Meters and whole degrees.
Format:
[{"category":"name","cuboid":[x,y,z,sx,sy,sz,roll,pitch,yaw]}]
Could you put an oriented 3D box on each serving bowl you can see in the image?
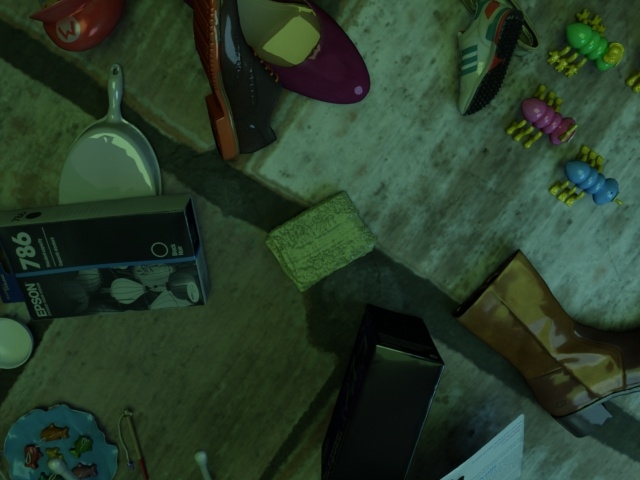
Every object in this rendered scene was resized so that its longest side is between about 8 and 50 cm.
[{"category":"serving bowl","cuboid":[-0.488,0.157,0.946,0.083,0.027,0.083,0,101,1]}]

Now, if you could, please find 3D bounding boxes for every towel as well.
[{"category":"towel","cuboid":[0.000,0.000,0.917,0.148,0.027,0.110,-32,98,7]}]

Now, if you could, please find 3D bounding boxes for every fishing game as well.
[{"category":"fishing game","cuboid":[-0.423,0.355,0.980,0.264,0.041,0.189,-9,104,1]}]

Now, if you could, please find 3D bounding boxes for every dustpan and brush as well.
[{"category":"dustpan and brush","cuboid":[-0.304,-0.148,0.880,0.147,0.060,0.211,4,108,-4]}]

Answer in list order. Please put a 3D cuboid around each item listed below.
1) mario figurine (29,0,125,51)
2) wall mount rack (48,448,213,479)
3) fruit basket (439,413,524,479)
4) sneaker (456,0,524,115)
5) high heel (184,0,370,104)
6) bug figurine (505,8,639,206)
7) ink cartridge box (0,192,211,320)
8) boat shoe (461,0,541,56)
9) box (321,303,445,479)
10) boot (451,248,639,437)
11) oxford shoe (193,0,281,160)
[{"category":"mario figurine","cuboid":[-0.356,-0.399,0.758,0.170,0.198,0.320,-19,96,-24]},{"category":"wall mount rack","cuboid":[-0.273,0.431,0.936,0.350,0.130,0.304,-2,105,-5]},{"category":"fruit basket","cuboid":[0.183,0.461,0.892,0.327,0.165,0.353,-24,117,-31]},{"category":"sneaker","cuboid":[0.221,-0.258,0.849,0.057,0.075,0.161,-19,140,-33]},{"category":"high heel","cuboid":[-0.090,-0.300,0.779,0.377,0.181,0.127,32,99,-6]},{"category":"bug figurine","cuboid":[0.401,-0.190,0.858,0.216,0.072,0.279,30,100,-5]},{"category":"ink cartridge box","cuboid":[-0.340,0.029,0.884,0.333,0.065,0.165,-6,119,2]},{"category":"boat shoe","cuboid":[0.250,-0.323,0.844,0.056,0.048,0.153,-40,99,7]},{"category":"box","cuboid":[0.081,0.250,0.887,0.103,0.184,0.261,16,100,0]},{"category":"boot","cuboid":[0.389,0.120,0.929,0.264,0.096,0.280,-43,91,15]},{"category":"oxford shoe","cuboid":[-0.106,-0.229,0.796,0.098,0.097,0.271,-15,144,-12]}]
